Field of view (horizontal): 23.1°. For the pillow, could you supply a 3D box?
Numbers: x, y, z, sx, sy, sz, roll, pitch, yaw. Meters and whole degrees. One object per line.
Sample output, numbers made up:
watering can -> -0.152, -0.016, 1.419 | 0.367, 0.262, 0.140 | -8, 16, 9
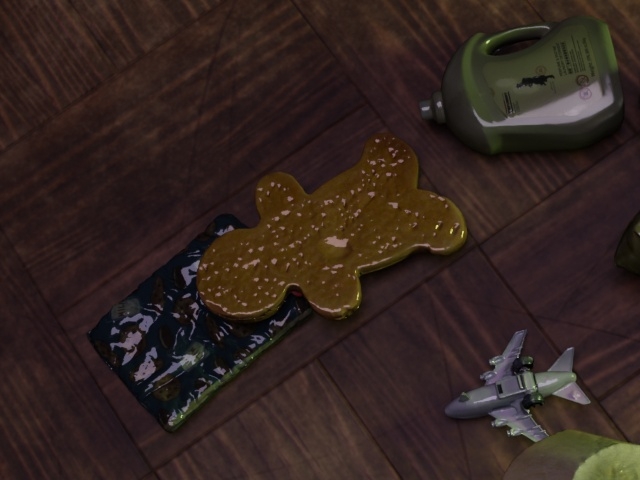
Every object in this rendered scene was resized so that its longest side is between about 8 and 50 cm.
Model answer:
pillow -> -0.156, 0.102, 2.005 | 0.255, 0.034, 0.189 | -41, 68, -4

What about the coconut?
coconut -> 0.307, 0.337, 1.743 | 0.239, 0.244, 0.239 | 1, 88, -25

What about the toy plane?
toy plane -> 0.233, 0.184, 1.892 | 0.171, 0.065, 0.162 | -12, 59, 1

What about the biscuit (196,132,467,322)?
biscuit -> 0.000, 0.000, 1.987 | 0.340, 0.047, 0.216 | -31, 68, -10

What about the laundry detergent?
laundry detergent -> 0.252, -0.192, 1.997 | 0.253, 0.091, 0.181 | -10, 69, 7

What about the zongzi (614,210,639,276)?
zongzi -> 0.501, -0.001, 1.897 | 0.221, 0.112, 0.242 | 39, 56, 9
